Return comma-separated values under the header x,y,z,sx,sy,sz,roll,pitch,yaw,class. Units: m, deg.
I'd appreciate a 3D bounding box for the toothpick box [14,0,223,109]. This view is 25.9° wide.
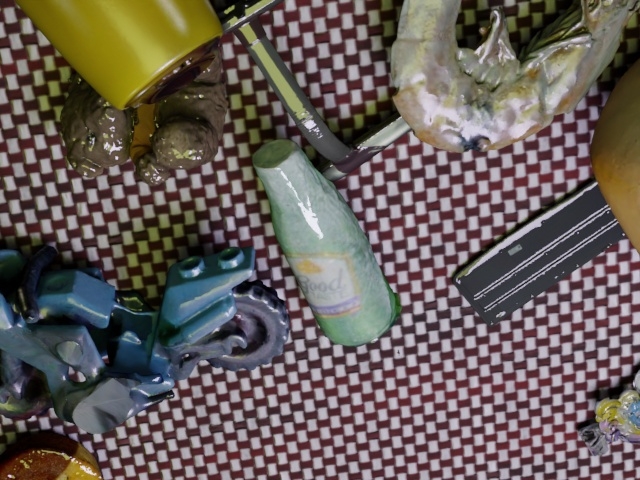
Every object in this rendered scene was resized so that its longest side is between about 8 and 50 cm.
x,y,z,sx,sy,sz,roll,pitch,yaw,class
-0.224,-0.269,1.420,0.175,0.175,0.271,-36,93,13,toothpick box

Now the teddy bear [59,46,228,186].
x,y,z,sx,sy,sz,roll,pitch,yaw,class
-0.199,-0.140,1.564,0.190,0.140,0.177,-3,76,7,teddy bear

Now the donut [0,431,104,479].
x,y,z,sx,sy,sz,roll,pitch,yaw,class
-0.367,0.332,1.816,0.166,0.073,0.184,28,111,-17,donut

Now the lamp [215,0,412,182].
x,y,z,sx,sy,sz,roll,pitch,yaw,class
0.021,-0.194,1.554,0.203,0.124,0.283,-34,118,2,lamp

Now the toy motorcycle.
x,y,z,sx,sy,sz,roll,pitch,yaw,class
-0.253,0.095,1.647,0.416,0.172,0.232,-12,124,11,toy motorcycle

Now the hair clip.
x,y,z,sx,sy,sz,roll,pitch,yaw,class
0.422,0.223,1.844,0.172,0.049,0.116,-35,128,4,hair clip

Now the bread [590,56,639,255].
x,y,z,sx,sy,sz,roll,pitch,yaw,class
0.507,-0.077,1.575,0.348,0.253,0.376,-38,115,9,bread

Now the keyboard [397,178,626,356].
x,y,z,sx,sy,sz,roll,pitch,yaw,class
0.256,0.036,1.740,0.381,0.041,0.103,-37,113,7,keyboard

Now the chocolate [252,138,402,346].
x,y,z,sx,sy,sz,roll,pitch,yaw,class
0.000,0.000,1.623,0.110,0.110,0.291,-22,131,7,chocolate

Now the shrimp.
x,y,z,sx,sy,sz,roll,pitch,yaw,class
0.229,-0.249,1.543,0.360,0.085,0.247,-40,115,3,shrimp
